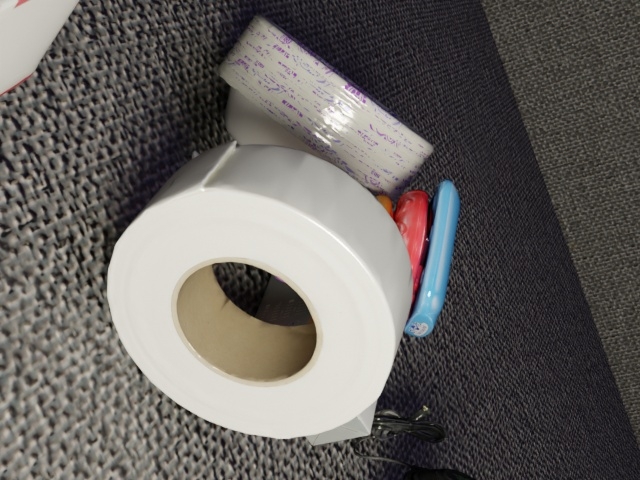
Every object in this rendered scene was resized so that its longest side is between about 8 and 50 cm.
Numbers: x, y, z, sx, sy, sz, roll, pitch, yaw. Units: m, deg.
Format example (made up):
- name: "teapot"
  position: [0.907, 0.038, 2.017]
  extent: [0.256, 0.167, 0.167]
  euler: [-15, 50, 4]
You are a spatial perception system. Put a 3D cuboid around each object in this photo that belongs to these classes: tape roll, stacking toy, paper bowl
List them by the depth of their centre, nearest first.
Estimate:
- name: "tape roll"
  position: [-0.057, 0.052, 0.881]
  extent: [0.286, 0.286, 0.100]
  euler: [61, 29, -22]
- name: "stacking toy"
  position: [0.000, 0.000, 1.062]
  extent: [0.175, 0.301, 0.166]
  euler: [100, 2, -74]
- name: "paper bowl"
  position: [-0.007, -0.148, 1.164]
  extent: [0.284, 0.148, 0.284]
  euler: [36, 9, -6]

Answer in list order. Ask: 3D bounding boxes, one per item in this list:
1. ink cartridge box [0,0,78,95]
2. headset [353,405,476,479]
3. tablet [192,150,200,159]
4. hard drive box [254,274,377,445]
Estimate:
- name: "ink cartridge box"
  position: [-0.327, -0.206, 0.563]
  extent: [0.306, 0.131, 0.226]
  euler: [39, 33, -6]
- name: "headset"
  position: [0.142, 0.372, 1.128]
  extent: [0.185, 0.243, 0.394]
  euler: [16, 34, -31]
- name: "tablet"
  position: [-0.131, -0.070, 1.120]
  extent: [0.083, 0.006, 0.054]
  euler: [37, 44, -49]
- name: "hard drive box"
  position: [0.007, 0.115, 1.186]
  extent: [0.181, 0.089, 0.232]
  euler: [58, 30, -29]
